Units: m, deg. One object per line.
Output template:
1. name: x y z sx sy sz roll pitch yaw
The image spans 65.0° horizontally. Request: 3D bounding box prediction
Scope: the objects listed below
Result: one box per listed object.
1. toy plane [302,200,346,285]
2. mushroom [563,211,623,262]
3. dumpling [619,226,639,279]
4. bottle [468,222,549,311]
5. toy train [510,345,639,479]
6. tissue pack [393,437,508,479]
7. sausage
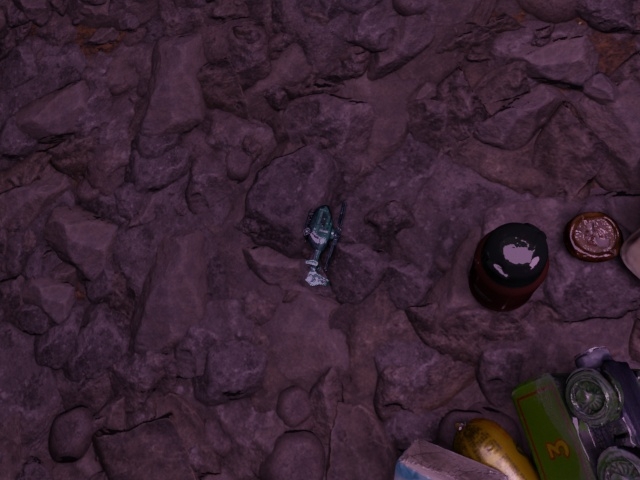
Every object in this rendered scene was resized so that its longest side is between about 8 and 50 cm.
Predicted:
1. toy plane: 0.000 0.000 1.264 0.096 0.060 0.235 14 75 4
2. mushroom: 0.600 -0.006 1.107 0.123 0.052 0.123 -1 76 5
3. dumpling: 0.811 -0.031 0.968 0.395 0.233 0.315 -42 63 12
4. bottle: 0.373 0.056 0.998 0.144 0.336 0.144 -3 76 14
5. toy train: 0.504 0.364 0.903 0.174 0.249 0.307 4 56 -26
6. tissue pack: 0.228 0.548 0.959 0.201 0.124 0.271 14 104 34
7. sausage: 0.390 0.500 0.988 0.123 0.123 0.347 -38 70 2
